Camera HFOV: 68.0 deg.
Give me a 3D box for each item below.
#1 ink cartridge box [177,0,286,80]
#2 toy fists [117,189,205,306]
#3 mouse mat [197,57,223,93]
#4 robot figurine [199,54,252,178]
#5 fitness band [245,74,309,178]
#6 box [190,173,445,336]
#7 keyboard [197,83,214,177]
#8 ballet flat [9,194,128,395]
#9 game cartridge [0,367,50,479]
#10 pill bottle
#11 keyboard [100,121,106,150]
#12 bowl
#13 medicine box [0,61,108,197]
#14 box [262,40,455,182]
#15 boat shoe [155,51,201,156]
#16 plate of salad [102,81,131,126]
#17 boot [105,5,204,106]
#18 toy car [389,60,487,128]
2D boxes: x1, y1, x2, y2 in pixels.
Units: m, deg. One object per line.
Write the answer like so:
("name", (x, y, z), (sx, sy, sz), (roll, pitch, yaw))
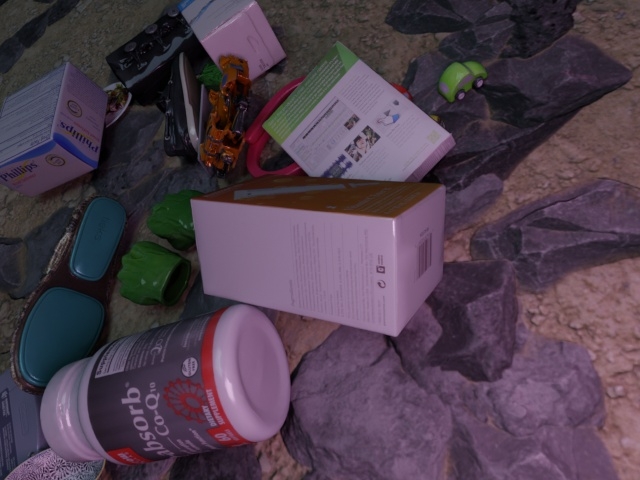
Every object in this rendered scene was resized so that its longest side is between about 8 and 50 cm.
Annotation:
("ink cartridge box", (-0.232, -0.548, 1.236), (0.168, 0.171, 0.233), (-35, 53, 3))
("toy fists", (-0.325, 0.011, 1.023), (0.142, 0.096, 0.279), (15, 68, 21))
("mouse mat", (-0.263, -0.466, 1.317), (0.189, 0.007, 0.153), (12, 69, 32))
("robot figurine", (-0.219, -0.284, 1.094), (0.211, 0.085, 0.291), (124, 151, -44))
("fitness band", (-0.053, -0.246, 1.064), (0.209, 0.054, 0.291), (28, 78, 32))
("box", (0.000, 0.000, 0.763), (0.345, 0.168, 0.215), (7, 21, 29))
("keyboard", (-0.281, -0.275, 1.175), (0.014, 0.072, 0.256), (-15, 57, 13))
("ballet flat", (-0.559, 0.117, 1.059), (0.182, 0.164, 0.483), (-28, 45, 36))
("game cartridge", (-0.638, 0.408, 0.975), (0.196, 0.060, 0.294), (-41, 53, 4))
("pill bottle", (-0.250, 0.246, 0.779), (0.362, 0.210, 0.210), (-18, 56, 17))
("keyboard", (-0.772, -0.252, 1.425), (0.317, 0.033, 0.202), (-9, 62, 24))
("bowl", (-0.460, 0.444, 0.833), (0.170, 0.080, 0.170), (-3, 18, 1))
("medicine box", (-0.765, -0.307, 1.338), (0.263, 0.149, 0.289), (-17, 60, 19))
("box", (0.061, -0.205, 0.915), (0.232, 0.058, 0.322), (-45, 66, 10))
("boat shoe", (-0.368, -0.347, 1.226), (0.113, 0.127, 0.340), (-17, 66, 4))
("plate of salad", (-0.667, -0.418, 1.460), (0.199, 0.048, 0.200), (-12, 57, 20))
("boot", (-0.455, -0.656, 1.445), (0.445, 0.146, 0.367), (-41, 51, 5))
("toy car", (0.227, -0.291, 0.947), (0.225, 0.053, 0.239), (-36, 53, 4))
